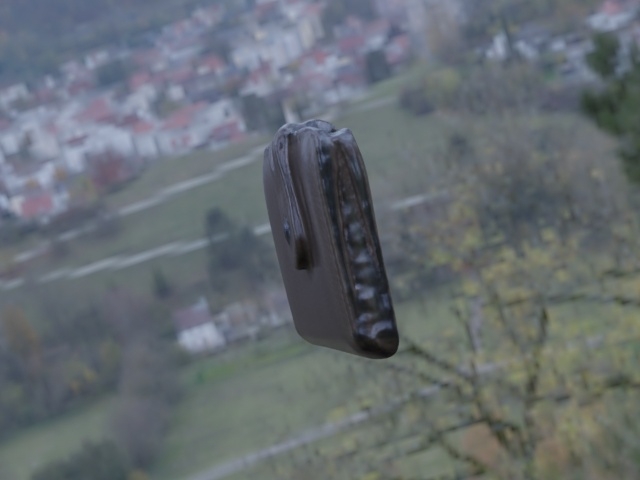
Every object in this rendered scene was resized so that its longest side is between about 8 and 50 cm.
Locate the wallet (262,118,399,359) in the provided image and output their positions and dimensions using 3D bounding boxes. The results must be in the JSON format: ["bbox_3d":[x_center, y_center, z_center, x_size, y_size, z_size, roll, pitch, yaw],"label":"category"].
[{"bbox_3d":[0.000,0.000,0.871,0.039,0.118,0.153,-12,1,-9],"label":"wallet"}]
